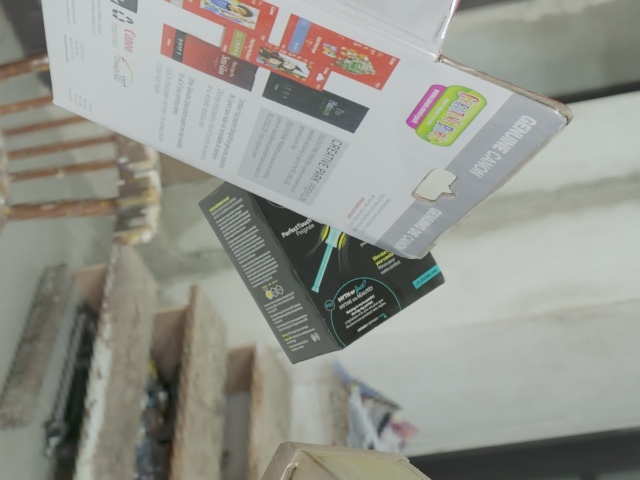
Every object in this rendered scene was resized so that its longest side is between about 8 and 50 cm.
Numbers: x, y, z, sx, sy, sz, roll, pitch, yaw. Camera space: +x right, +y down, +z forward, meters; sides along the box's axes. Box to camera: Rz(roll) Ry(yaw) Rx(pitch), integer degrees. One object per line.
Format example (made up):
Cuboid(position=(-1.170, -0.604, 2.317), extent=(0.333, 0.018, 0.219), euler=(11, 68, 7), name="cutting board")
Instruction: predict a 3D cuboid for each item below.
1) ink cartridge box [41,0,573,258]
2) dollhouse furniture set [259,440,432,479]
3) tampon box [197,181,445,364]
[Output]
Cuboid(position=(-0.010, -0.125, 0.699), extent=(0.309, 0.271, 0.130), euler=(129, -15, -73), name="ink cartridge box")
Cuboid(position=(0.011, 0.395, 0.960), extent=(0.362, 0.256, 0.394), euler=(19, 102, -52), name="dollhouse furniture set")
Cuboid(position=(0.000, 0.000, 1.011), extent=(0.161, 0.120, 0.101), euler=(61, -28, -1), name="tampon box")
